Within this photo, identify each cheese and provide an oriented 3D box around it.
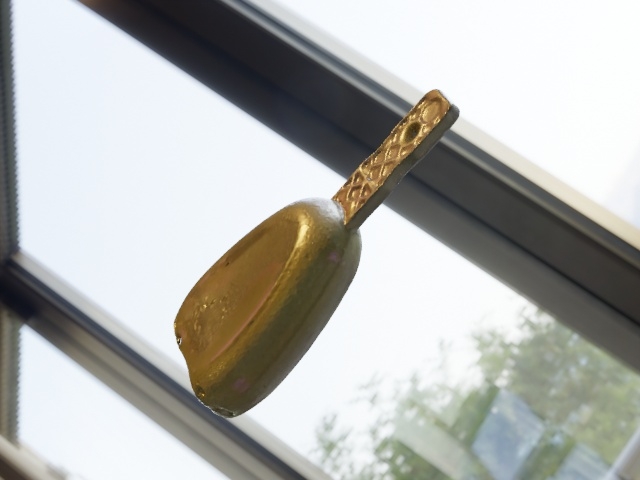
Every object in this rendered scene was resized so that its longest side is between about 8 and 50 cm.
[{"bbox_3d":[0.000,0.000,0.657,0.192,0.037,0.097,-47,32,11],"label":"cheese"}]
